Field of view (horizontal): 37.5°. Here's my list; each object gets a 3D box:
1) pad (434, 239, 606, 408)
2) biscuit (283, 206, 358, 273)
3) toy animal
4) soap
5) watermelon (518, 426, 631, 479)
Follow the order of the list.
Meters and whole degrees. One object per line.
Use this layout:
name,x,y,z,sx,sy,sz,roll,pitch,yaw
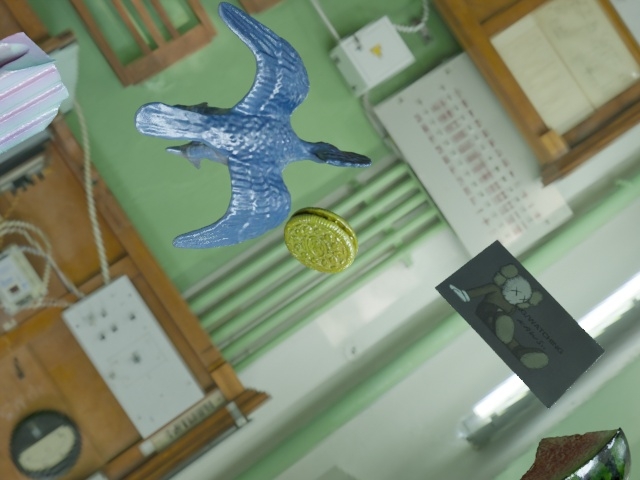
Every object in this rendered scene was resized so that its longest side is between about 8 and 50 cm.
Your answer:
pad,0.239,0.095,1.119,0.127,0.190,0.004,-34,165,-35
biscuit,0.000,0.000,1.016,0.084,0.084,0.023,-33,-159,48
toy animal,-0.067,-0.108,0.946,0.176,0.239,0.255,9,-173,27
soap,-0.338,-0.144,0.973,0.149,0.056,0.100,-34,153,-13
watermelon,0.356,0.359,1.355,0.145,0.137,0.193,-43,148,-45
